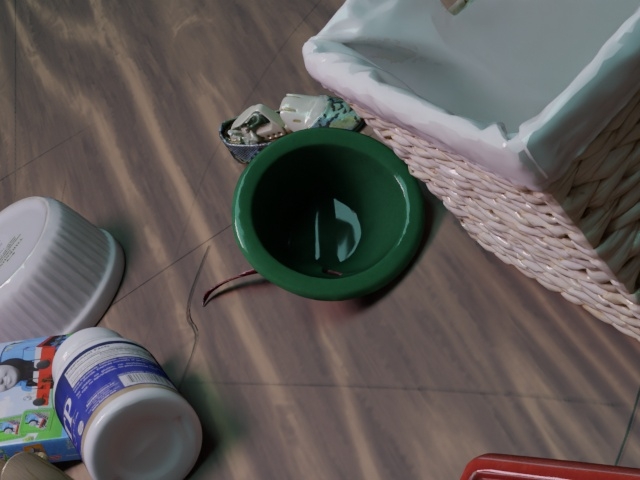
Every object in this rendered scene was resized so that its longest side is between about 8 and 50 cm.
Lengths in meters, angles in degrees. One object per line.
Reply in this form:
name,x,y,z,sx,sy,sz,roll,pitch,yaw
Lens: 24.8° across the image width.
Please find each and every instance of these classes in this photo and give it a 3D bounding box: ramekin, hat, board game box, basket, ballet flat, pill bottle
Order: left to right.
board game box,-0.341,0.172,1.520,0.211,0.039,0.160,-9,38,3
ramekin,-0.339,0.045,1.687,0.207,0.109,0.207,-29,35,23
pill bottle,-0.193,0.157,1.389,0.112,0.112,0.186,-46,31,-3
ballet flat,-0.039,-0.127,1.591,0.188,0.070,0.070,-16,41,37
hat,0.000,0.000,1.438,0.208,0.183,0.173,22,72,12
basket,0.229,-0.139,1.110,0.328,0.266,0.331,-47,31,-5

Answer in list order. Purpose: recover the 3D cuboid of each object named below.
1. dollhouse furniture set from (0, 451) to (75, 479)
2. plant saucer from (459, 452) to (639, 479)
dollhouse furniture set,-0.339,0.280,1.297,0.242,0.161,0.212,-56,11,-19
plant saucer,0.146,0.249,0.959,0.258,0.048,0.259,-2,51,47
